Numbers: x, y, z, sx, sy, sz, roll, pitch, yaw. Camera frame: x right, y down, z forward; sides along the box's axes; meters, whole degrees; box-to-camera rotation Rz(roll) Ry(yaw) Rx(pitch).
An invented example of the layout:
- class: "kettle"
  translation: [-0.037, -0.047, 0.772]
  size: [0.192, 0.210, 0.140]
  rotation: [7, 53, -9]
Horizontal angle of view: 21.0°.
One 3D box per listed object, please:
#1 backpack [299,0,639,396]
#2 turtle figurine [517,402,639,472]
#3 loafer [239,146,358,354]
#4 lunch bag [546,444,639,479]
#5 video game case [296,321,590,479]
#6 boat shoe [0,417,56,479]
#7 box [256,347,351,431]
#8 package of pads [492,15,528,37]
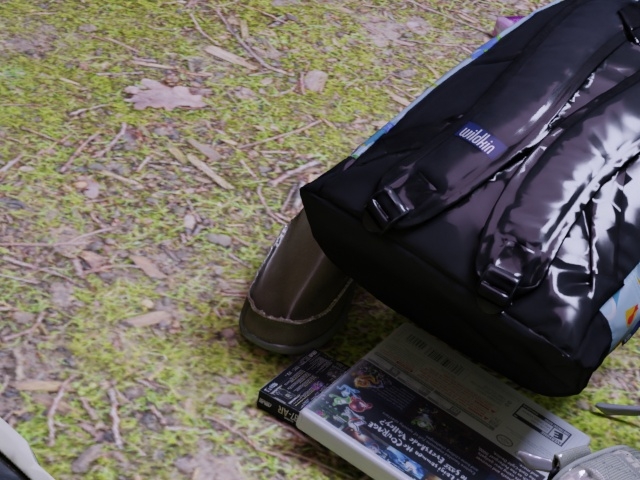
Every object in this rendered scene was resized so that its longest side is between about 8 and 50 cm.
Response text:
- class: "backpack"
  translation: [0.207, -0.055, 1.472]
  size: [0.290, 0.273, 0.355]
  rotation: [31, 74, 24]
- class: "turtle figurine"
  translation: [0.345, 0.178, 1.369]
  size: [0.266, 0.275, 0.198]
  rotation: [49, 0, 13]
- class: "loafer"
  translation: [0.000, 0.000, 1.540]
  size: [0.094, 0.087, 0.251]
  rotation: [16, 45, 15]
- class: "lunch bag"
  translation: [0.221, 0.297, 1.019]
  size: [0.213, 0.256, 0.305]
  rotation: [-16, 42, -35]
- class: "video game case"
  translation: [0.102, 0.156, 1.401]
  size: [0.190, 0.022, 0.173]
  rotation: [32, 37, 18]
- class: "boat shoe"
  translation: [-0.185, 0.225, 1.148]
  size: [0.340, 0.127, 0.113]
  rotation: [38, 70, 24]
- class: "box"
  translation: [-0.003, 0.127, 1.434]
  size: [0.067, 0.018, 0.083]
  rotation: [26, 35, 22]
- class: "package of pads"
  translation: [0.249, -0.239, 2.066]
  size: [0.050, 0.032, 0.083]
  rotation: [-5, 36, -28]
